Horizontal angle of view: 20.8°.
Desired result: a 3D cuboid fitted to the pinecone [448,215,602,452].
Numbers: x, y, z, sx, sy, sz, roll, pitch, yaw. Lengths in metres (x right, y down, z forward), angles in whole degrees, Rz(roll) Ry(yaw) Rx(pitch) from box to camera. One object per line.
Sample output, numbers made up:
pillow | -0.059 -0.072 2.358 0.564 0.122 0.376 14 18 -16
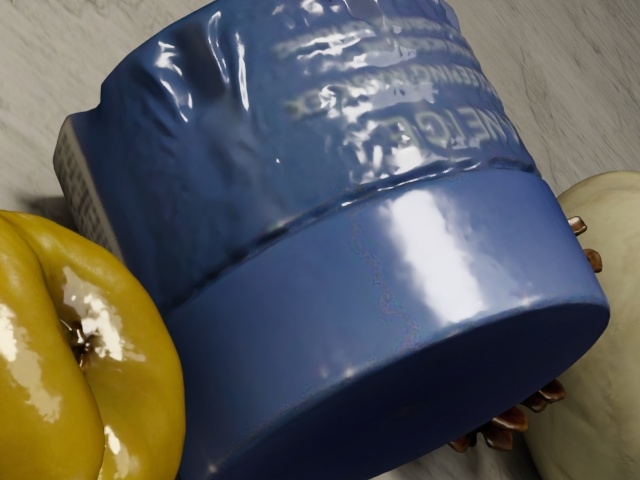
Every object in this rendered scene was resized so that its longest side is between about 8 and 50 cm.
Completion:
pinecone | 0.101 0.039 1.209 0.208 0.208 0.208 46 25 -29

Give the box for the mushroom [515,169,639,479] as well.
mushroom | 0.272 0.079 1.343 0.315 0.356 0.315 24 32 -16

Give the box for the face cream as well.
face cream | 0.000 0.000 0.954 0.249 0.249 0.225 10 49 -62

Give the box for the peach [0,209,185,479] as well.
peach | -0.134 0.064 0.774 0.179 0.103 0.179 46 28 -33
